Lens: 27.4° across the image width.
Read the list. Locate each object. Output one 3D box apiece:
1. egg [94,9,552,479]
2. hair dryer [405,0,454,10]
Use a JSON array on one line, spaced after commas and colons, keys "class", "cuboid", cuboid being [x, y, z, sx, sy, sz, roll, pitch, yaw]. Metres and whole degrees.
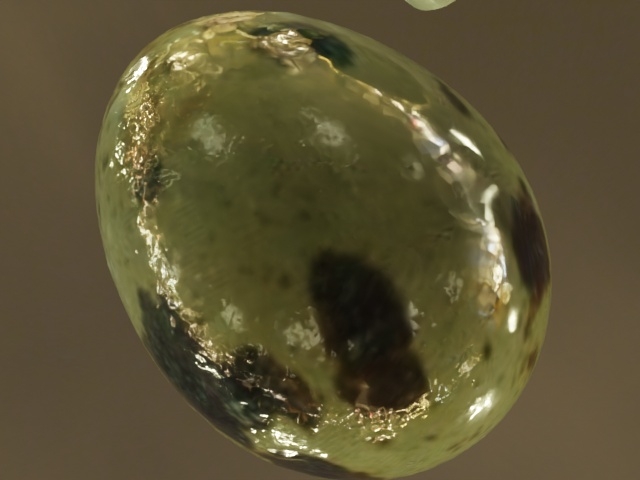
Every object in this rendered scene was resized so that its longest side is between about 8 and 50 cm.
[{"class": "egg", "cuboid": [0.000, 0.000, 1.101, 0.345, 0.345, 0.428, -36, -78, -2]}, {"class": "hair dryer", "cuboid": [-0.038, -0.115, 0.495, 0.199, 0.167, 0.067, -14, -116, 44]}]
